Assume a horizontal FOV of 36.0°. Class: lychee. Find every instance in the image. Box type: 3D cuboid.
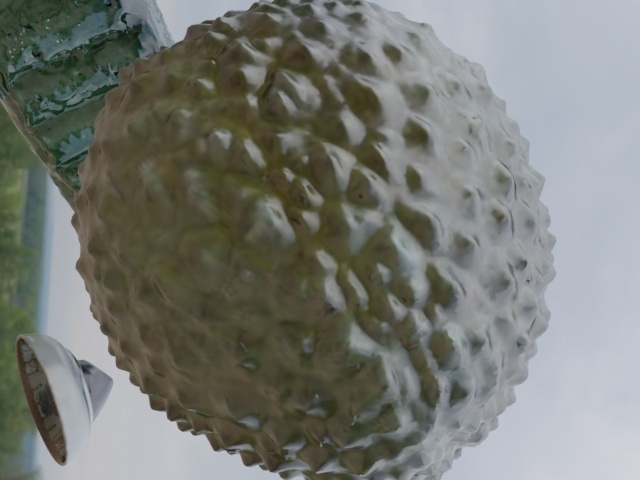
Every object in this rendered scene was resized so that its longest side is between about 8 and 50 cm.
[{"bbox_3d":[0.000,0.000,0.530,0.274,0.255,0.255,-123,-140,-50],"label":"lychee"}]

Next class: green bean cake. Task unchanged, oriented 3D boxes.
[{"bbox_3d":[-0.237,-0.192,1.023,0.308,0.169,0.300,-113,-179,-51],"label":"green bean cake"}]

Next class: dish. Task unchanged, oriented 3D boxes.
[{"bbox_3d":[-0.253,0.152,1.017,0.141,0.078,0.141,38,-42,45],"label":"dish"}]
